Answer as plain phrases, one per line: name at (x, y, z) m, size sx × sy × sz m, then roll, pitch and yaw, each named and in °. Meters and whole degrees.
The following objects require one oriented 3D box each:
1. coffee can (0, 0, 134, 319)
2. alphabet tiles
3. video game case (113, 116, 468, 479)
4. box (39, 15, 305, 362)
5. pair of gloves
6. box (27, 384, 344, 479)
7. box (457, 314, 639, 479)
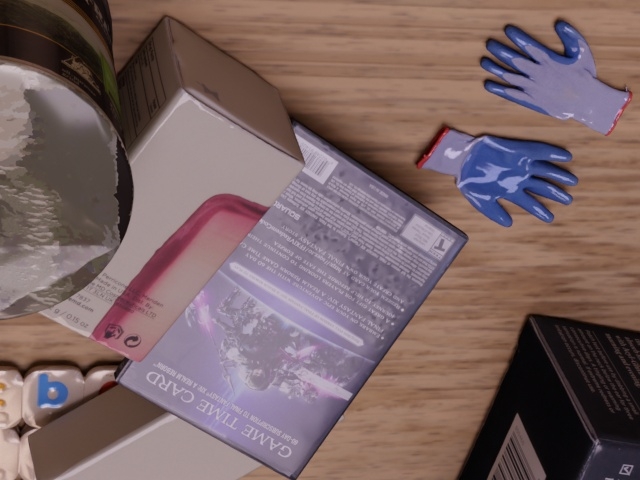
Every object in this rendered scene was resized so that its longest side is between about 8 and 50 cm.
coffee can at (-0.247, -0.099, 1.049) m, size 0.201 × 0.275 × 0.201 m, roll -5°, pitch 123°, yaw -9°
alphabet tiles at (-0.270, 0.235, 1.405) m, size 0.284 × 0.021 × 0.278 m, roll 1°, pitch 122°, yaw -13°
video game case at (-0.024, 0.057, 1.249) m, size 0.196 × 0.026 × 0.274 m, roll 33°, pitch 98°, yaw -20°
box at (-0.139, -0.041, 1.184) m, size 0.127 × 0.148 × 0.232 m, roll 31°, pitch 111°, yaw -27°
pair of gloves at (0.190, -0.103, 1.292) m, size 0.159 × 0.023 × 0.198 m, roll 21°, pitch 115°, yaw -23°
box at (-0.126, 0.175, 1.333) m, size 0.275 × 0.094 × 0.113 m, roll -28°, pitch 121°, yaw -4°
box at (0.364, 0.276, 1.454) m, size 0.395 × 0.212 × 0.293 m, roll 11°, pitch 118°, yaw -17°
